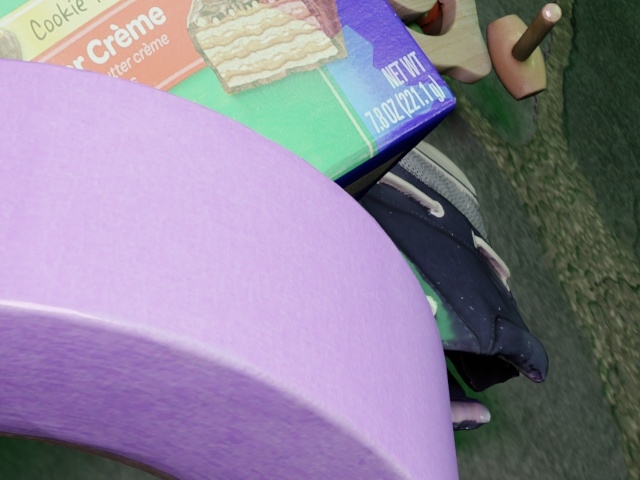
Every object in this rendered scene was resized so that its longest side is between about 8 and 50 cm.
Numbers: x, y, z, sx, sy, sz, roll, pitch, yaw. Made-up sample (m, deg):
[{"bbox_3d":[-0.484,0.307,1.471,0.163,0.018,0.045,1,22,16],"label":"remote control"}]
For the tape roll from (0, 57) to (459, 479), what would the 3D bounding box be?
[{"bbox_3d":[-0.096,0.081,0.476,0.275,0.275,0.090,34,34,-31],"label":"tape roll"}]

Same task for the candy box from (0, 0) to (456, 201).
[{"bbox_3d":[-0.144,-0.107,0.670,0.268,0.122,0.317,-33,84,-32],"label":"candy box"}]

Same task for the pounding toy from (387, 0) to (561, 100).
[{"bbox_3d":[0.066,-0.180,1.128,0.269,0.155,0.154,2,62,-55],"label":"pounding toy"}]

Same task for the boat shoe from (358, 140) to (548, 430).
[{"bbox_3d":[0.000,0.000,0.858,0.340,0.127,0.158,19,36,-47],"label":"boat shoe"}]
